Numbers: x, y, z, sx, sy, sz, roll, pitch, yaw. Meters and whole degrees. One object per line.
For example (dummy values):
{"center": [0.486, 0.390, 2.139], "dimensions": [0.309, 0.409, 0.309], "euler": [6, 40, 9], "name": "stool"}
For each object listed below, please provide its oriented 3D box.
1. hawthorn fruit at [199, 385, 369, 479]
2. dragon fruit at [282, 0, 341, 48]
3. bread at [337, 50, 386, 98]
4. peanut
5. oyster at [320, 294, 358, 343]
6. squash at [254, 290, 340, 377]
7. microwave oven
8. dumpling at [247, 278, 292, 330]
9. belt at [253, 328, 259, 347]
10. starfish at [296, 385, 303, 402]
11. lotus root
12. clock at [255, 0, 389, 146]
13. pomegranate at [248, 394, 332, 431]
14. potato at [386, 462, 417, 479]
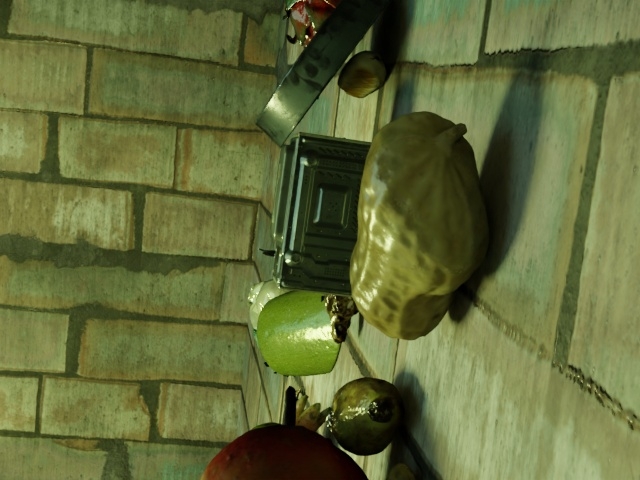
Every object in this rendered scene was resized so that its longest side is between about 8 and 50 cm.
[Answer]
{"center": [-0.037, 0.374, 1.289], "dimensions": [0.285, 0.285, 0.369], "euler": [111, 161, -59], "name": "hawthorn fruit"}
{"center": [0.014, -0.449, 1.811], "dimensions": [0.188, 0.182, 0.182], "euler": [144, 132, -60], "name": "dragon fruit"}
{"center": [0.075, -0.289, 1.646], "dimensions": [0.214, 0.073, 0.053], "euler": [156, 137, -83], "name": "bread"}
{"center": [0.108, 0.002, 1.061], "dimensions": [0.159, 0.143, 0.291], "euler": [-107, 17, -44], "name": "peanut"}
{"center": [0.052, 0.008, 1.643], "dimensions": [0.129, 0.078, 0.345], "euler": [1, -87, -78], "name": "oyster"}
{"center": [0.009, 0.181, 1.941], "dimensions": [0.260, 0.189, 0.189], "euler": [-15, 66, 42], "name": "squash"}
{"center": [0.015, -0.041, 1.503], "dimensions": [0.145, 0.194, 0.240], "euler": [-153, 70, -79], "name": "microwave oven"}
{"center": [-0.091, 0.159, 2.199], "dimensions": [0.181, 0.111, 0.155], "euler": [-176, 99, -68], "name": "dumpling"}
{"center": [-0.102, 0.220, 2.285], "dimensions": [0.151, 0.121, 0.079], "euler": [-96, 16, -46], "name": "belt"}
{"center": [-0.051, 0.373, 2.188], "dimensions": [0.091, 0.028, 0.078], "euler": [134, 143, -68], "name": "starfish"}
{"center": [0.073, 0.239, 1.318], "dimensions": [0.108, 0.094, 0.191], "euler": [71, 157, 12], "name": "lotus root"}
{"center": [0.003, -0.302, 1.621], "dimensions": [0.319, 0.066, 0.319], "euler": [-54, 5, 7], "name": "clock"}
{"center": [-0.056, 0.424, 1.815], "dimensions": [0.198, 0.246, 0.198], "euler": [53, 167, 17], "name": "pomegranate"}
{"center": [0.106, 0.317, 1.198], "dimensions": [0.083, 0.040, 0.051], "euler": [-101, 31, -56], "name": "potato"}
